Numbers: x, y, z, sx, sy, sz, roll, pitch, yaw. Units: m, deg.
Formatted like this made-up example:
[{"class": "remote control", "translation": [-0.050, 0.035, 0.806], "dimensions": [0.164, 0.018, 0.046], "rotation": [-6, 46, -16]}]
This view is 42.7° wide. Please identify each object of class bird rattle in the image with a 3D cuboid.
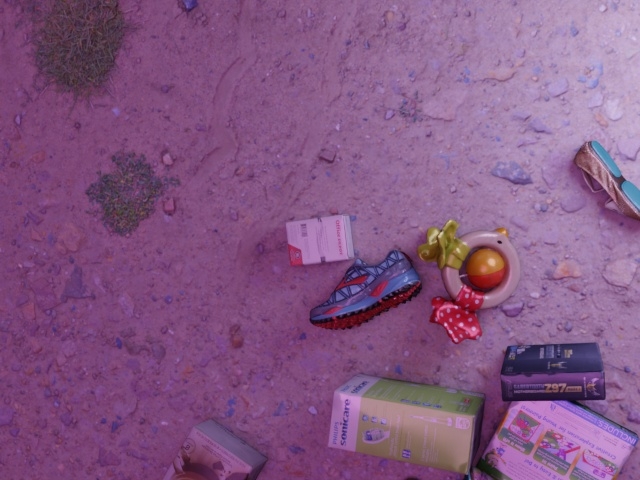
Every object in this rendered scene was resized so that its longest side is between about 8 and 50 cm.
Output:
[{"class": "bird rattle", "translation": [0.310, 0.075, 1.671], "dimensions": [0.206, 0.143, 0.254], "rotation": [-16, 89, 0]}]

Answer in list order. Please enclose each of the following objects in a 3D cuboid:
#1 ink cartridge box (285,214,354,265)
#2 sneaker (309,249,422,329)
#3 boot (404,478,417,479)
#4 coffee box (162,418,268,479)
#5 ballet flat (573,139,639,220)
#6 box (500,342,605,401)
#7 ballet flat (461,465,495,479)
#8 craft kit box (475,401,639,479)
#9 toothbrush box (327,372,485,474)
[{"class": "ink cartridge box", "translation": [0.000, 0.000, 1.794], "dimensions": [0.135, 0.056, 0.099], "rotation": [-7, 89, 17]}, {"class": "sneaker", "translation": [0.089, 0.105, 1.764], "dimensions": [0.261, 0.104, 0.125], "rotation": [-25, 61, 16]}, {"class": "boot", "translation": [0.220, 0.595, 1.687], "dimensions": [0.073, 0.152, 0.197], "rotation": [-38, 81, 14]}, {"class": "coffee box", "translation": [-0.273, 0.579, 1.842], "dimensions": [0.168, 0.119, 0.297], "rotation": [31, 94, 14]}, {"class": "ballet flat", "translation": [0.579, -0.104, 1.622], "dimensions": [0.206, 0.073, 0.067], "rotation": [55, 132, 12]}, {"class": "box", "translation": [0.446, 0.250, 1.571], "dimensions": [0.183, 0.232, 0.059], "rotation": [-4, 96, 17]}, {"class": "ballet flat", "translation": [0.313, 0.508, 1.647], "dimensions": [0.079, 0.221, 0.077], "rotation": [10, 59, 2]}, {"class": "craft kit box", "translation": [0.471, 0.440, 1.662], "dimensions": [0.249, 0.061, 0.247], "rotation": [29, 96, 15]}, {"class": "toothbrush box", "translation": [0.180, 0.365, 1.669], "dimensions": [0.283, 0.206, 0.122], "rotation": [8, 94, 16]}]
